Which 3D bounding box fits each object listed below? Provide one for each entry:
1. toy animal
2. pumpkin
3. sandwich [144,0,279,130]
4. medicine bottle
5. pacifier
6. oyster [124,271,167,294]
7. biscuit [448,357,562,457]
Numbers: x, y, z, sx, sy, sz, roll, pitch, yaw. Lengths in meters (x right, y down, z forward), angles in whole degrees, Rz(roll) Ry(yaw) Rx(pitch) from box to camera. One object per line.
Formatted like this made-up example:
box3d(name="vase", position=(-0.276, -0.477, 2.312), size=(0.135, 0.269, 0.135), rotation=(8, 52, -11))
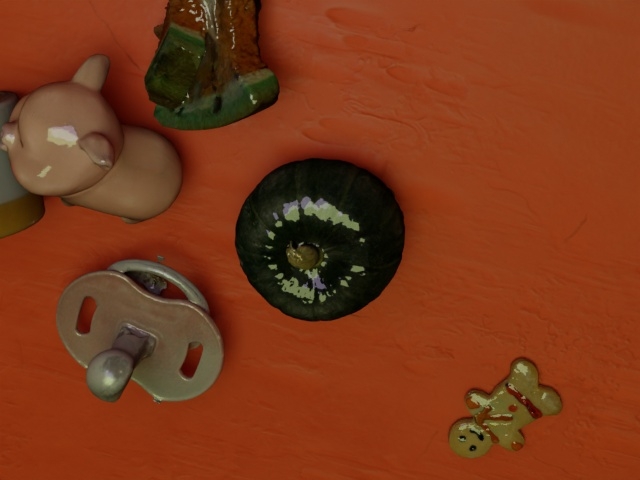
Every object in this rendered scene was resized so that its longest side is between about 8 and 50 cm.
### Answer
box3d(name="toy animal", position=(-0.385, -0.147, 1.928), size=(0.326, 0.237, 0.269), rotation=(9, 143, -24))
box3d(name="pumpkin", position=(0.000, 0.000, 1.961), size=(0.300, 0.207, 0.300), rotation=(3, 110, 7))
box3d(name="sandwich", position=(-0.200, -0.332, 1.866), size=(0.250, 0.162, 0.301), rotation=(5, 100, 38))
box3d(name="medicine bottle", position=(-0.628, -0.130, 1.988), size=(0.237, 0.238, 0.232), rotation=(-6, 108, 10))
box3d(name="pacifier", position=(-0.342, 0.190, 2.081), size=(0.332, 0.273, 0.220), rotation=(23, 155, 1))
box3d(name="oyster", position=(-0.334, 0.066, 2.129), size=(0.093, 0.034, 0.051), rotation=(38, 127, -19))
box3d(name="biscuit", position=(0.342, 0.335, 2.134), size=(0.234, 0.030, 0.153), rotation=(-38, 99, 19))
